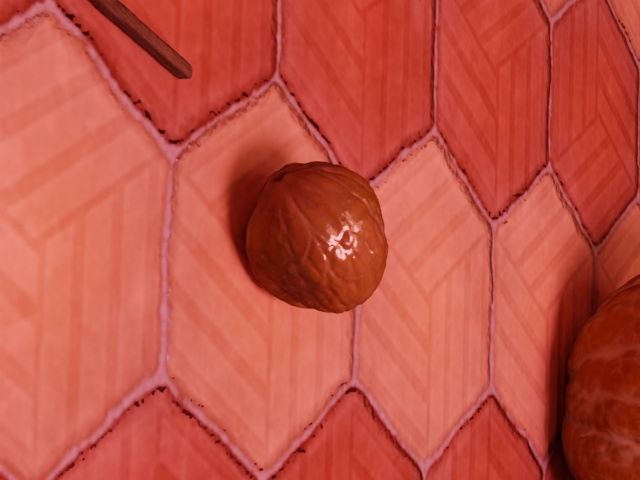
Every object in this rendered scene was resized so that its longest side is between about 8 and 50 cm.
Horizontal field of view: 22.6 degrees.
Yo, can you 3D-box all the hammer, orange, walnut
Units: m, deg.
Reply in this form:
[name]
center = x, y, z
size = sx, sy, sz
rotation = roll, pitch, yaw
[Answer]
[hammer]
center = -0.157, -0.170, 0.962
size = 0.292, 0.029, 0.058
rotation = 40, 58, -53
[orange]
center = 0.380, 0.178, 1.605
size = 0.329, 0.249, 0.329
rotation = -12, 105, -53
[walnut]
center = 0.000, 0.000, 1.140
size = 0.105, 0.105, 0.124
rotation = -60, 140, -41
